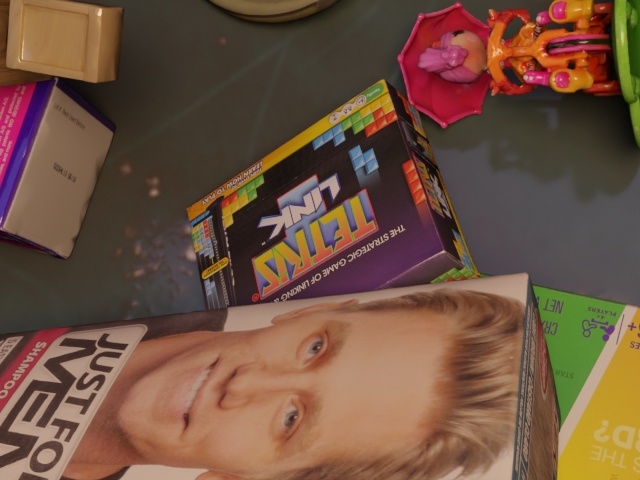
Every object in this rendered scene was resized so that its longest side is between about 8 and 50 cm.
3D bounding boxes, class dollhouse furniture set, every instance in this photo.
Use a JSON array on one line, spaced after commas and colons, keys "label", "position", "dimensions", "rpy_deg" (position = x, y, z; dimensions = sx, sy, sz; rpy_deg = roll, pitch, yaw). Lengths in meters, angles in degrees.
[{"label": "dollhouse furniture set", "position": [-0.203, -0.077, 0.628], "dimensions": [0.181, 0.101, 0.161], "rpy_deg": [12, 105, 11]}]

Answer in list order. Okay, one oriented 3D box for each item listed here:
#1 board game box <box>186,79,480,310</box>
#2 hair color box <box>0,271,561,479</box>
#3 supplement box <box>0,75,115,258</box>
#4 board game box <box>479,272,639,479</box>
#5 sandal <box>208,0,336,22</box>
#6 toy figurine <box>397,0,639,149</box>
[{"label": "board game box", "position": [0.000, 0.000, 0.650], "dimensions": [0.170, 0.048, 0.141], "rpy_deg": [-32, 51, 21]}, {"label": "hair color box", "position": [-0.056, 0.121, 0.539], "dimensions": [0.347, 0.174, 0.105], "rpy_deg": [-8, 120, 19]}, {"label": "supplement box", "position": [-0.280, -0.074, 0.727], "dimensions": [0.220, 0.111, 0.114], "rpy_deg": [16, 82, 13]}, {"label": "board game box", "position": [0.101, 0.183, 0.593], "dimensions": [0.242, 0.064, 0.317], "rpy_deg": [11, 74, 25]}, {"label": "sandal", "position": [-0.095, -0.265, 0.744], "dimensions": [0.302, 0.086, 0.120], "rpy_deg": [38, 88, 14]}, {"label": "toy figurine", "position": [0.124, -0.115, 0.654], "dimensions": [0.159, 0.173, 0.130], "rpy_deg": [-3, 96, 22]}]
